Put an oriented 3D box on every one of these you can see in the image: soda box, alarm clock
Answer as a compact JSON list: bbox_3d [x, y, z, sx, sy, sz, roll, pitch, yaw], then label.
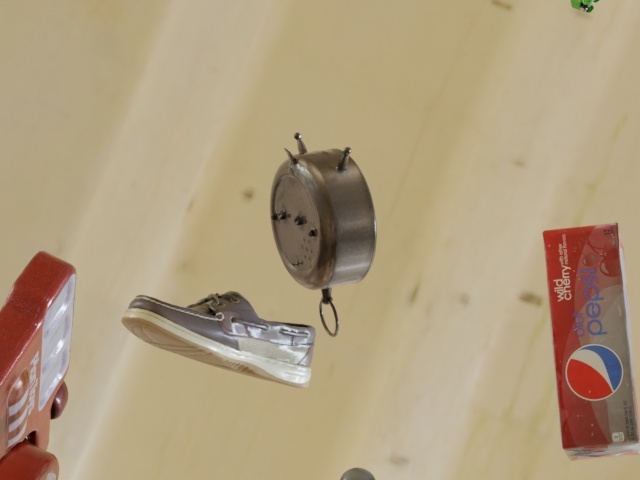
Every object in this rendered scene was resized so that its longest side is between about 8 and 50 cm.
[{"bbox_3d":[0.315,0.118,1.986,0.092,0.263,0.083,-6,-18,13],"label":"soda box"},{"bbox_3d":[0.000,0.000,1.612,0.129,0.064,0.192,20,-60,61],"label":"alarm clock"}]

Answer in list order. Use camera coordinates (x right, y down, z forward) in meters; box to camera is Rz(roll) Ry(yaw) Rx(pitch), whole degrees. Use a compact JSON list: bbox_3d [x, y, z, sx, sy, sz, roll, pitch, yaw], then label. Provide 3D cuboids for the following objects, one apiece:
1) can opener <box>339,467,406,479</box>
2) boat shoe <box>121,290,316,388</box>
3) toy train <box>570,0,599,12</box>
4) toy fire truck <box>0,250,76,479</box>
[{"bbox_3d":[0.055,0.258,1.430,0.074,0.093,0.280,13,-22,10],"label":"can opener"},{"bbox_3d":[-0.118,0.106,2.086,0.285,0.092,0.103,23,-13,-37],"label":"boat shoe"},{"bbox_3d":[0.256,-0.243,1.567,0.023,0.083,0.017,25,-20,26],"label":"toy train"},{"bbox_3d":[-0.292,0.184,1.537,0.169,0.254,0.302,23,-39,10],"label":"toy fire truck"}]
